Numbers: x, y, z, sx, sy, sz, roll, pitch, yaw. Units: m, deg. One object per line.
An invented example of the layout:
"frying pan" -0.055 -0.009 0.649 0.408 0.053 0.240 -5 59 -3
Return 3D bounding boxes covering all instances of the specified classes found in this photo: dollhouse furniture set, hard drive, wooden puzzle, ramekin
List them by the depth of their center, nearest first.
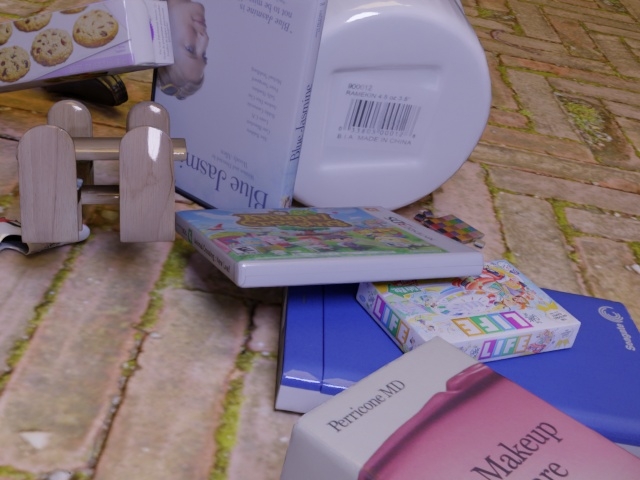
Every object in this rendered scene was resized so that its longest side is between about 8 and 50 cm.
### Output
"hard drive" 0.125 0.091 0.785 0.318 0.040 0.210 10 27 -5
"dollhouse furniture set" -0.237 -0.100 0.795 0.242 0.161 0.212 0 14 -9
"ramekin" 0.043 -0.158 0.977 0.277 0.277 0.135 3 37 -19
"wooden puzzle" 0.145 -0.012 1.023 0.049 0.006 0.083 -13 37 -41

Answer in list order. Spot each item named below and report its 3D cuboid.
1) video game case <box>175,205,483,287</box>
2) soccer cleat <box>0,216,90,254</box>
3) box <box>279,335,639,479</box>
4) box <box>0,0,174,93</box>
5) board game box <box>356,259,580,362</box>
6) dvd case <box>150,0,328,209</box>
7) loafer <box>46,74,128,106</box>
"video game case" 0.000 0.000 0.807 0.212 0.023 0.193 -2 14 -23
"soccer cleat" -0.243 -0.002 0.812 0.083 0.029 0.036 2 41 -18
"box" 0.103 0.179 0.516 0.232 0.127 0.148 31 32 29
"box" -0.293 -0.188 0.945 0.324 0.067 0.063 -1 8 31
"board game box" 0.121 0.058 0.769 0.154 0.026 0.103 -4 32 -30
"dvd case" -0.090 -0.142 0.895 0.180 0.253 0.022 27 33 25
"loafer" -0.305 -0.194 1.122 0.170 0.062 0.061 24 51 27
